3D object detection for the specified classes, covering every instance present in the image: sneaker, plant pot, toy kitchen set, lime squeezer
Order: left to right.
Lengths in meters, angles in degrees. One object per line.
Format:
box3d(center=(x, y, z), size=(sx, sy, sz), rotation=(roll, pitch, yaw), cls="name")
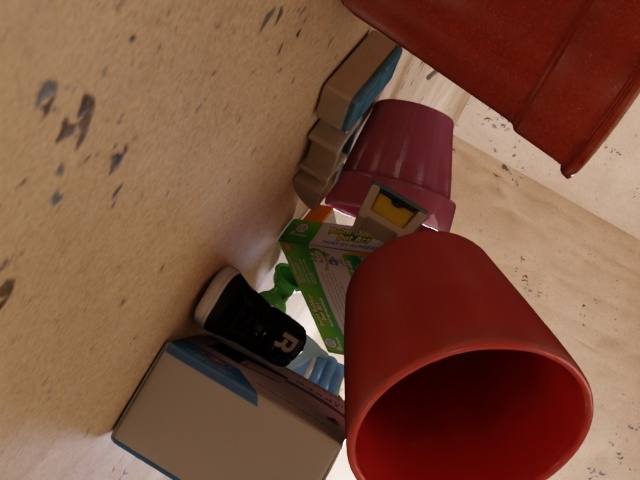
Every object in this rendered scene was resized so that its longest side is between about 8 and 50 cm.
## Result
box3d(center=(-0.073, 0.097, 0.972), size=(0.079, 0.121, 0.217), rotation=(-59, 173, -6), cls="sneaker")
box3d(center=(-0.080, 0.292, 1.329), size=(0.319, 0.208, 0.127), rotation=(-54, -176, 17), cls="sneaker")
box3d(center=(-0.067, 0.090, 1.268), size=(0.310, 0.059, 0.110), rotation=(-56, 172, -30), cls="lime squeezer")
box3d(center=(0.079, -0.110, 0.983), size=(0.122, 0.166, 0.207), rotation=(-54, 172, -35), cls="toy kitchen set")
box3d(center=(0.125, -0.116, 1.277), size=(0.201, 0.202, 0.180), rotation=(54, 51, -83), cls="plant pot")
box3d(center=(0.144, 0.134, 0.944), size=(0.243, 0.275, 0.274), rotation=(-102, -148, -52), cls="plant pot")
box3d(center=(0.179, -0.239, 0.731), size=(0.272, 0.265, 0.272), rotation=(-57, 173, -12), cls="plant pot")

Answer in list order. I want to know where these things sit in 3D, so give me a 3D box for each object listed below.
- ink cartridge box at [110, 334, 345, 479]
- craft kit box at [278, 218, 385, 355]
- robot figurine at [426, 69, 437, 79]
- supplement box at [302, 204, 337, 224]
box3d(center=(-0.085, 0.223, 0.997), size=(0.129, 0.223, 0.307), rotation=(-61, 173, -1), cls="ink cartridge box")
box3d(center=(0.087, 0.087, 1.172), size=(0.061, 0.247, 0.249), rotation=(-58, 141, -37), cls="craft kit box")
box3d(center=(0.310, -0.346, 1.184), size=(0.354, 0.199, 0.300), rotation=(-22, -155, 30), cls="robot figurine")
box3d(center=(0.000, 0.000, 1.280), size=(0.062, 0.036, 0.098), rotation=(-53, 143, -40), cls="supplement box")
